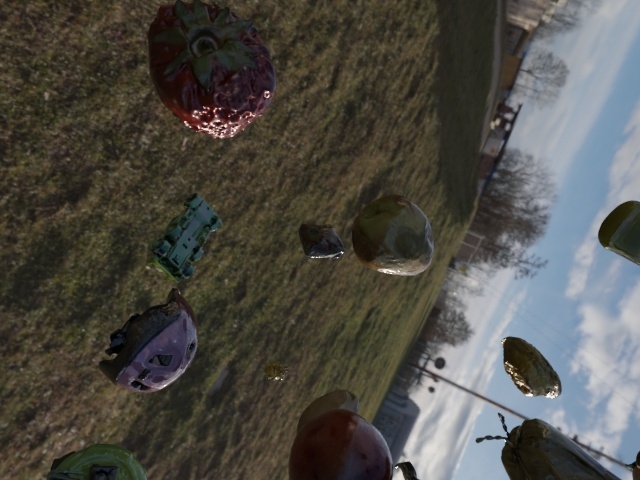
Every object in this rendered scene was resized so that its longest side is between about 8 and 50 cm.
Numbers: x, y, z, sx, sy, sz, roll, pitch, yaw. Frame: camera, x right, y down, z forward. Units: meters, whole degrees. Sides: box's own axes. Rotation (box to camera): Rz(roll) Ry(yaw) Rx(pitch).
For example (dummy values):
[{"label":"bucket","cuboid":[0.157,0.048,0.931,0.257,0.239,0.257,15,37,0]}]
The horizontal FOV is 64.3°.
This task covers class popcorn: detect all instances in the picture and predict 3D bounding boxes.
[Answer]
[{"label":"popcorn","cuboid":[-0.148,0.442,1.730,0.082,0.084,0.057,124,-39,-88]}]

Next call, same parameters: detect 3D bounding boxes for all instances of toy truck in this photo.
[{"label":"toy truck","cuboid":[-0.398,-0.013,1.433,0.128,0.135,0.259,53,46,-33]}]

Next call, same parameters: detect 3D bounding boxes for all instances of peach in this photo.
[{"label":"peach","cuboid":[0.201,0.002,1.381,0.214,0.235,0.214,-35,-164,11]}]

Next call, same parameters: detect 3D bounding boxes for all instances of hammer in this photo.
[{"label":"hammer","cuboid":[0.210,0.631,1.161,0.111,0.033,0.287,-128,-151,-72]}]

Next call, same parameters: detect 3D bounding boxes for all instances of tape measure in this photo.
[{"label":"tape measure","cuboid":[-0.334,0.380,0.751,0.154,0.178,0.087,-93,-153,-53]}]

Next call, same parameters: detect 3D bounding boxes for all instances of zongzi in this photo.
[{"label":"zongzi","cuboid":[0.683,0.561,1.167,0.467,0.499,0.218,-32,172,36]}]

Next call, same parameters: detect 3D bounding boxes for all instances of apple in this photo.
[{"label":"apple","cuboid":[0.041,0.474,1.065,0.201,0.219,0.218,-116,-139,-61]}]

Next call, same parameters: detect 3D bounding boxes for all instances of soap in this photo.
[{"label":"soap","cuboid":[0.510,-0.004,0.795,0.088,0.140,0.045,-63,175,20]}]

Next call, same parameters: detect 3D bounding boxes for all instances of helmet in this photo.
[{"label":"helmet","cuboid":[-0.326,0.215,1.039,0.198,0.154,0.253,-50,172,8]}]

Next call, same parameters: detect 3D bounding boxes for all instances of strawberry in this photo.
[{"label":"strawberry","cuboid":[-0.275,-0.381,1.249,0.295,0.318,0.345,-58,-178,-28]}]

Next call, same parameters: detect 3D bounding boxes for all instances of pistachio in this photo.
[{"label":"pistachio","cuboid":[0.025,0.542,1.515,0.223,0.152,0.126,-37,151,-13]}]

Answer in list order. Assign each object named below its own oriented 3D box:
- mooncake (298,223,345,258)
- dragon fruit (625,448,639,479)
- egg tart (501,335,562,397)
[{"label":"mooncake","cuboid":[0.000,0.000,1.607,0.130,0.125,0.073,-3,132,-27]},{"label":"dragon fruit","cuboid":[0.528,0.354,0.738,0.175,0.142,0.138,-52,-155,-6]},{"label":"egg tart","cuboid":[0.351,0.224,0.877,0.049,0.128,0.128,-34,160,-12]}]
